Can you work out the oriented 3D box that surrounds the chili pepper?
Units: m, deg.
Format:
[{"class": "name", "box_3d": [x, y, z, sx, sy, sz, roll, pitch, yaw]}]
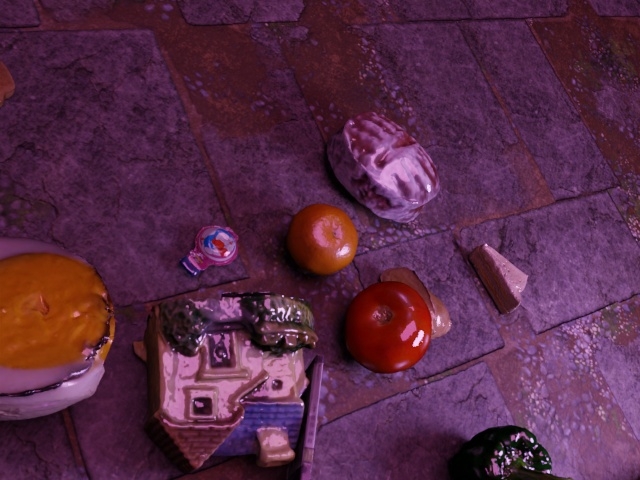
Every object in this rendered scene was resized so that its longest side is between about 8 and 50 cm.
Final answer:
[{"class": "chili pepper", "box_3d": [0.379, 0.452, 1.301, 0.174, 0.261, 0.165, -14, 76, -27]}]

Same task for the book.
[{"class": "book", "box_3d": [-0.031, 0.344, 1.212, 0.026, 0.157, 0.231, 11, 59, -6]}]

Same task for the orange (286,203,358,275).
[{"class": "orange", "box_3d": [0.000, 0.000, 1.420, 0.159, 0.136, 0.159, 7, 75, -26]}]

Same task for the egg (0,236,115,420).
[{"class": "egg", "box_3d": [-0.492, 0.167, 1.041, 0.337, 0.201, 0.337, 13, 35, -9]}]

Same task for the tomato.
[{"class": "tomato", "box_3d": [0.142, 0.184, 1.376, 0.195, 0.136, 0.195, -9, 58, 15]}]

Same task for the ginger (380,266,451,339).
[{"class": "ginger", "box_3d": [0.220, 0.142, 1.495, 0.123, 0.115, 0.193, 7, 52, -47]}]

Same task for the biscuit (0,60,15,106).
[{"class": "biscuit", "box_3d": [-0.757, -0.289, 1.248, 0.320, 0.047, 0.183, 1, 62, -25]}]

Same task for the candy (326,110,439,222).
[{"class": "candy", "box_3d": [0.154, -0.181, 1.582, 0.289, 0.157, 0.214, 44, 49, 0]}]

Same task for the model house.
[{"class": "model house", "box_3d": [-0.152, 0.253, 1.138, 0.321, 0.261, 0.266, 3, 66, -20]}]

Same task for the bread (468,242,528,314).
[{"class": "bread", "box_3d": [0.430, 0.094, 1.627, 0.152, 0.077, 0.105, 35, 53, -5]}]

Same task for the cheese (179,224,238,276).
[{"class": "cheese", "box_3d": [-0.228, 0.020, 1.354, 0.095, 0.038, 0.145, 46, 53, 2]}]
